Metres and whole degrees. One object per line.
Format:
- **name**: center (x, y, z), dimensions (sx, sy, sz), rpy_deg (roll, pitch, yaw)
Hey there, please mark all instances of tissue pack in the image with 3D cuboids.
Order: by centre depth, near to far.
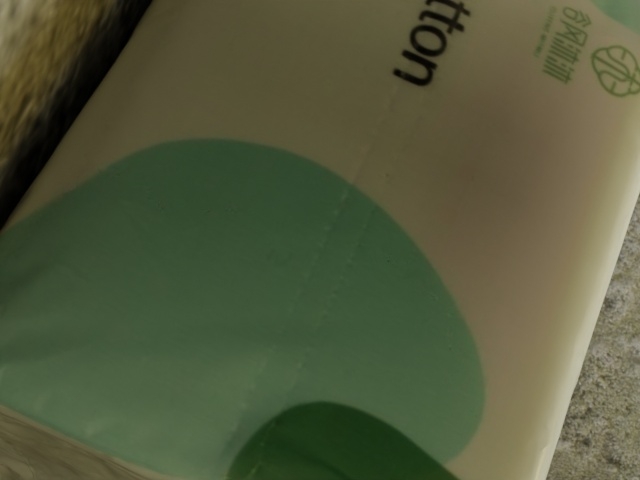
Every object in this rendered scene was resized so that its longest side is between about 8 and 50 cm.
- **tissue pack**: center (0.000, -0.001, 0.608), dimensions (0.356, 0.266, 0.194), rpy_deg (-64, 180, -27)
